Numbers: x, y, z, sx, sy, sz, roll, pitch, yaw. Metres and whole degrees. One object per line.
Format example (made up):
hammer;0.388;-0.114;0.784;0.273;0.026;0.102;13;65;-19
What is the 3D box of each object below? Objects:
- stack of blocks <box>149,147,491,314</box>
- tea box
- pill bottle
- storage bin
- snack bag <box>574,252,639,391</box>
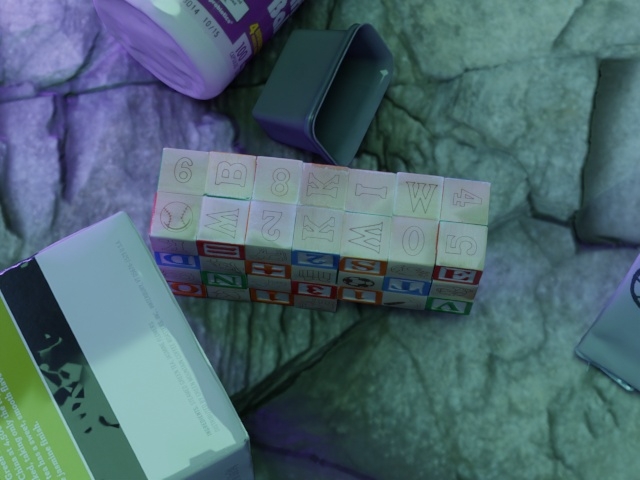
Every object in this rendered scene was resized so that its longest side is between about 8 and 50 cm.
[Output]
stack of blocks;0.000;0.000;1.468;0.297;0.171;0.087;6;70;2
tea box;-0.238;0.184;1.322;0.323;0.329;0.220;-27;73;-7
pill bottle;-0.073;-0.299;1.577;0.169;0.169;0.301;37;75;13
storage bin;0.001;-0.146;1.571;0.091;0.098;0.135;13;69;35
snack bag;0.414;0.090;1.362;0.323;0.342;0.037;34;50;11
